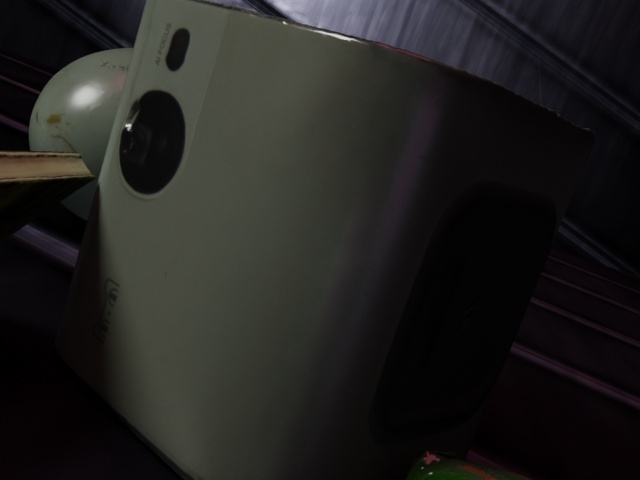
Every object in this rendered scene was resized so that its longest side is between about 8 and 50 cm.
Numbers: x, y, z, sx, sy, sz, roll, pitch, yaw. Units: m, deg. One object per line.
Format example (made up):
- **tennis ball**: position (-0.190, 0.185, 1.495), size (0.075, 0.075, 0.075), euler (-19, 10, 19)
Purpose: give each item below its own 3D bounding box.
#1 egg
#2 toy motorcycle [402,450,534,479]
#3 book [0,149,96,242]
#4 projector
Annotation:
- **egg**: position (-0.184, -0.105, 0.787), size (0.203, 0.202, 0.283), euler (25, 9, 26)
- **toy motorcycle**: position (0.108, 0.159, 0.387), size (0.190, 0.074, 0.106), euler (15, 3, -21)
- **book**: position (-0.238, 0.003, 0.361), size (0.024, 0.160, 0.228), euler (61, 17, 2)
- **projector**: position (0.000, 0.000, 0.483), size (0.249, 0.249, 0.248), euler (27, 13, 37)
